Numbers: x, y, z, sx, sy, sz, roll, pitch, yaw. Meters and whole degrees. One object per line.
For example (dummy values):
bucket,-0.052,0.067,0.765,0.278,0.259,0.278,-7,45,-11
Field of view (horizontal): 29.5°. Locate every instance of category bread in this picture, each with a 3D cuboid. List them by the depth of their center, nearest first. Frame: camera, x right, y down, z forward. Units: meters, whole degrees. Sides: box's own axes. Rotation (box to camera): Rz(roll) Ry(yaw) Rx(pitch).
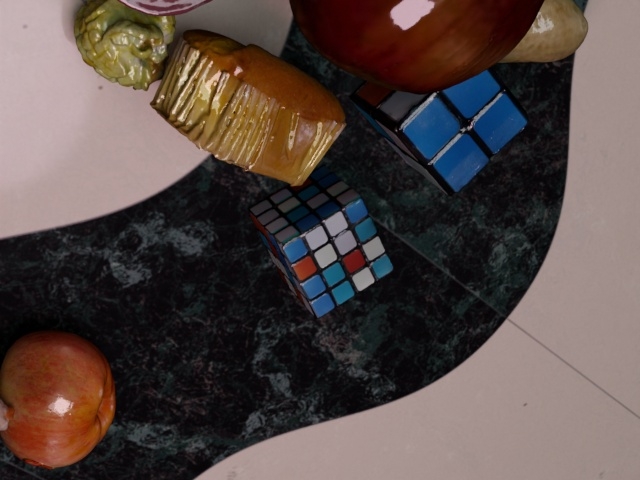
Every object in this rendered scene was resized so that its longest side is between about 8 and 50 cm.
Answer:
bread,-0.096,-0.197,1.738,0.288,0.204,0.156,19,105,-48

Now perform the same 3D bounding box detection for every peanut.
peanut,0.301,-0.348,1.914,0.253,0.122,0.137,-6,106,-16

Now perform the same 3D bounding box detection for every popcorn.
popcorn,-0.273,-0.288,1.695,0.135,0.162,0.141,12,84,8

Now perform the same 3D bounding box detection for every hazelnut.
hazelnut,0.153,-0.390,1.644,0.421,0.421,0.353,-20,88,-14

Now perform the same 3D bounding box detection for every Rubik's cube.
Rubik's cube,0.185,-0.205,1.890,0.183,0.180,0.167,-43,123,2
Rubik's cube,0.000,0.000,1.917,0.151,0.155,0.154,-31,122,-8

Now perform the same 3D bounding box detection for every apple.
apple,-0.396,0.239,1.827,0.164,0.209,0.209,6,112,1

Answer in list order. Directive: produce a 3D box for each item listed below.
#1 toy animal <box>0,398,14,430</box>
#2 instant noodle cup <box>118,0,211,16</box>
toy animal,-0.606,0.197,1.697,0.358,0.226,0.188,20,98,-16
instant noodle cup,-0.224,-0.428,1.605,0.234,0.178,0.235,-8,112,-20
